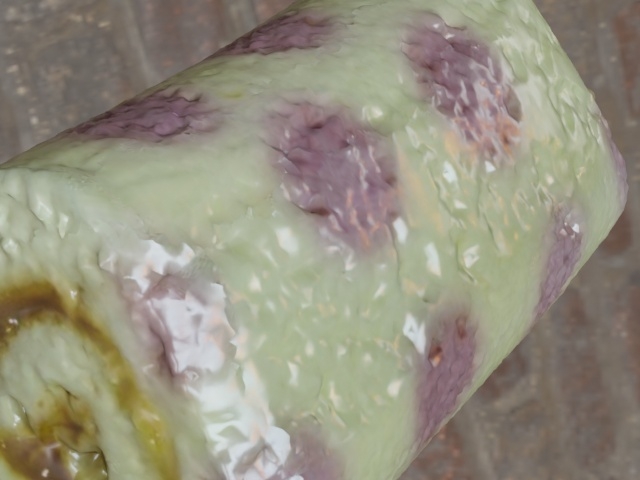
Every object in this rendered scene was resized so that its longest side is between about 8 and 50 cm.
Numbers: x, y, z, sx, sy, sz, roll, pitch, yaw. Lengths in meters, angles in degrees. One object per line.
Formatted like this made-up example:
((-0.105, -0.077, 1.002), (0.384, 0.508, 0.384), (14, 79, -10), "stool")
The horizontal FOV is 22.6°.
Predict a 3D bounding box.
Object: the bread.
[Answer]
((0.000, 0.000, 0.667), (0.187, 0.155, 0.338), (57, 39, -5), "bread")
